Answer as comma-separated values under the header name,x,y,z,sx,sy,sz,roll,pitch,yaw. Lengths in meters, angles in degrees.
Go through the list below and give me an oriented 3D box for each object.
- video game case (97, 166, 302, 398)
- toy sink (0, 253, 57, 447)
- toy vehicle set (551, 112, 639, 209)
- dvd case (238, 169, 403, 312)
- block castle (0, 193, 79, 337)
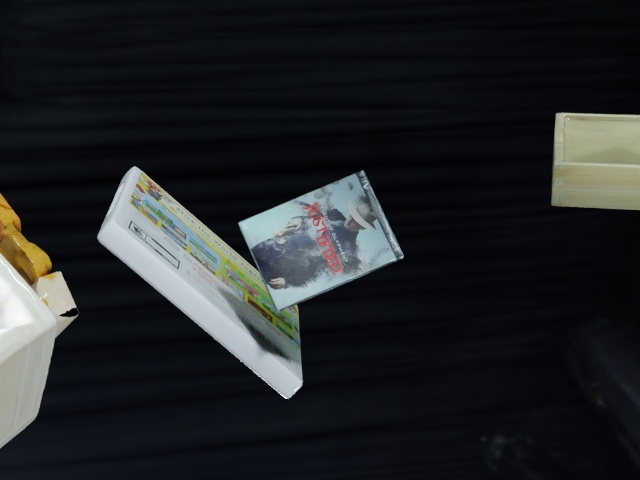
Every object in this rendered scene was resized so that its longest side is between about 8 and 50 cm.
name,x,y,z,sx,sy,sz,roll,pitch,yaw
video game case,-0.108,0.034,1.234,0.026,0.227,0.206,-46,-167,11
toy sink,-0.233,0.060,0.453,0.153,0.234,0.131,48,-27,8
toy vehicle set,0.325,-0.064,1.068,0.166,0.267,0.035,-60,151,-67
dvd case,0.000,0.000,1.121,0.013,0.119,0.087,96,-29,-75
block castle,-0.485,0.071,1.215,0.213,0.453,0.303,-40,-98,40
